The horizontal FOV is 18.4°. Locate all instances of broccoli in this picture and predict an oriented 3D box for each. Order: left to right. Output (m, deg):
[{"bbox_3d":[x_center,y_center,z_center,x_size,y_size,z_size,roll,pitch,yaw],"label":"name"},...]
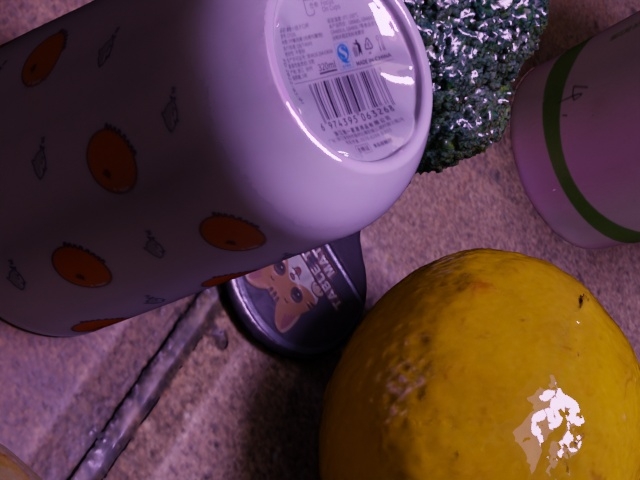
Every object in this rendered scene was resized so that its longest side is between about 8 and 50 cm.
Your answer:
[{"bbox_3d":[0.034,-0.202,1.552,0.297,0.297,0.297,54,14,-17],"label":"broccoli"}]

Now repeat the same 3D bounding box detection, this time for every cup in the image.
[{"bbox_3d":[-0.089,-0.070,1.301,0.212,0.317,0.212,17,65,-41],"label":"cup"},{"bbox_3d":[0.331,-0.108,1.776,0.253,0.274,0.253,17,64,-39],"label":"cup"}]

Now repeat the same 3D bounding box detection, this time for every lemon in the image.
[{"bbox_3d":[0.125,0.141,1.499,0.284,0.260,0.260,-36,102,-45],"label":"lemon"}]

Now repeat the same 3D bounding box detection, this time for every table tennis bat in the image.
[{"bbox_3d":[0.000,0.000,1.584,0.236,0.027,0.150,-42,107,-42],"label":"table tennis bat"}]

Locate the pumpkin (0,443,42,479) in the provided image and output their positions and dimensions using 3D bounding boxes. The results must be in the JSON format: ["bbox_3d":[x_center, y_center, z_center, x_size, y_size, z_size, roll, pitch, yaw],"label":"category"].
[{"bbox_3d":[-0.216,0.211,1.234,0.217,0.110,0.217,14,67,-35],"label":"pumpkin"}]
